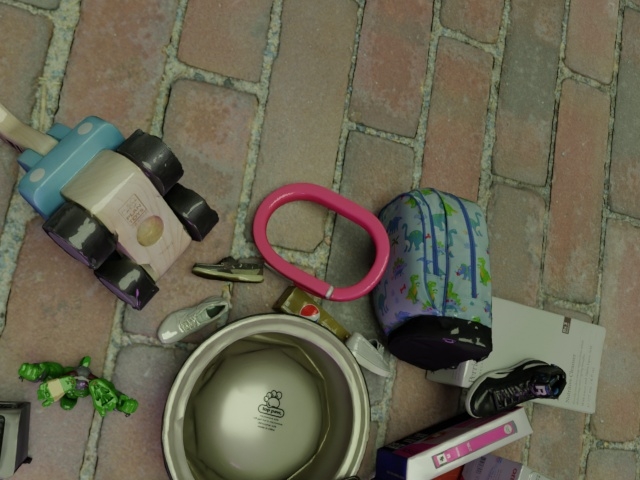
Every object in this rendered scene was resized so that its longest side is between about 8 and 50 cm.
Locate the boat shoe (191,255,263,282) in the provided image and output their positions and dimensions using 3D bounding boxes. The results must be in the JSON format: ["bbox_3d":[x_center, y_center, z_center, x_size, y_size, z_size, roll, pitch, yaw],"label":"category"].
[{"bbox_3d":[-0.185,0.056,1.296,0.152,0.056,0.049,11,75,-32],"label":"boat shoe"}]

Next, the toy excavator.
[{"bbox_3d":[-0.459,-0.131,1.115,0.222,0.445,0.433,-53,147,-20],"label":"toy excavator"}]

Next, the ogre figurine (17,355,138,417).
[{"bbox_3d":[-0.424,0.254,1.132,0.196,0.118,0.097,5,87,-22],"label":"ogre figurine"}]

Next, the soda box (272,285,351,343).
[{"bbox_3d":[-0.011,0.176,1.355,0.181,0.058,0.061,44,70,-15],"label":"soda box"}]

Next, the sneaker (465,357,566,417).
[{"bbox_3d":[0.412,0.306,1.331,0.216,0.121,0.079,-23,96,-21],"label":"sneaker"}]

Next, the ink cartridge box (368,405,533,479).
[{"bbox_3d":[0.248,0.441,1.364,0.370,0.176,0.069,-19,84,-18],"label":"ink cartridge box"}]

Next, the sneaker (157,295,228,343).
[{"bbox_3d":[-0.247,0.151,1.252,0.152,0.061,0.054,-30,99,-22],"label":"sneaker"}]

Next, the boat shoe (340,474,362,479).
[{"bbox_3d":[-0.017,0.481,1.146,0.227,0.081,0.069,-26,100,-21],"label":"boat shoe"}]

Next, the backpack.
[{"bbox_3d":[0.236,0.063,1.363,0.273,0.290,0.356,24,68,-10],"label":"backpack"}]

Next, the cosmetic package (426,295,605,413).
[{"bbox_3d":[0.456,0.260,1.500,0.384,0.156,0.217,14,81,-23],"label":"cosmetic package"}]

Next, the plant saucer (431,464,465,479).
[{"bbox_3d":[0.286,0.599,1.452,0.258,0.047,0.259,-27,96,-24],"label":"plant saucer"}]

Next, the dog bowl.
[{"bbox_3d":[-0.114,0.343,1.244,0.407,0.150,0.408,3,84,-23],"label":"dog bowl"}]

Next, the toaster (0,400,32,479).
[{"bbox_3d":[-0.562,0.321,1.042,0.167,0.185,0.110,6,80,-15],"label":"toaster"}]

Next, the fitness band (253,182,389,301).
[{"bbox_3d":[0.000,0.000,1.318,0.290,0.054,0.209,29,75,10],"label":"fitness band"}]

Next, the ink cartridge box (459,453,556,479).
[{"bbox_3d":[0.402,0.544,1.385,0.127,0.176,0.128,30,74,-19],"label":"ink cartridge box"}]

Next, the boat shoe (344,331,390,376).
[{"bbox_3d":[0.105,0.238,1.362,0.184,0.066,0.063,36,80,-45],"label":"boat shoe"}]
